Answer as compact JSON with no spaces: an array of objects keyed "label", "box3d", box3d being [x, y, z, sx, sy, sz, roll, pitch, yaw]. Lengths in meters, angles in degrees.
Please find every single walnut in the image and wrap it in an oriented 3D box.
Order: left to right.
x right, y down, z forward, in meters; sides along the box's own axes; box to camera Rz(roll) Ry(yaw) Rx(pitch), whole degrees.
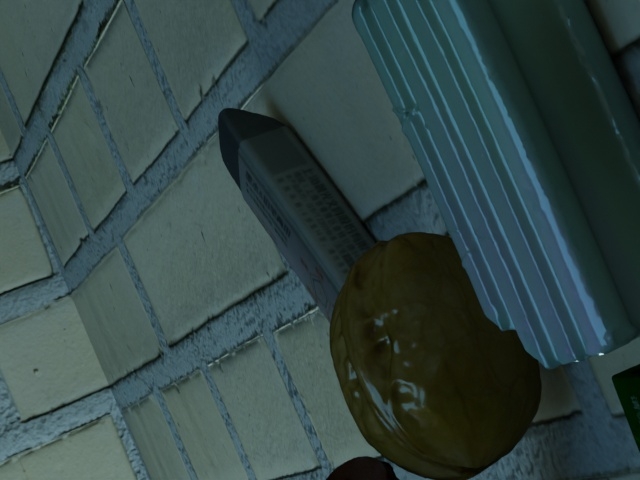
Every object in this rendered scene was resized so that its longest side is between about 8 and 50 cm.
[{"label":"walnut","box3d":[0.086,0.090,1.463,0.159,0.159,0.207,108,144,-64]}]

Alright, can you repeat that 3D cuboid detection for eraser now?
[{"label":"eraser","box3d":[0.000,0.000,1.759,0.352,0.061,0.089,55,160,35]}]

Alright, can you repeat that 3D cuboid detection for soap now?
[{"label":"soap","box3d":[0.135,-0.065,1.219,0.290,0.095,0.173,66,162,4]}]

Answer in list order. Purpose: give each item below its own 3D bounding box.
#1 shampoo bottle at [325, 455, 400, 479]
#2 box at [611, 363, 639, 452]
[{"label":"shampoo bottle","box3d":[0.114,0.286,1.523,0.314,0.076,0.118,45,180,-34]},{"label":"box","box3d":[0.265,0.139,1.173,0.132,0.034,0.235,70,164,-2]}]
